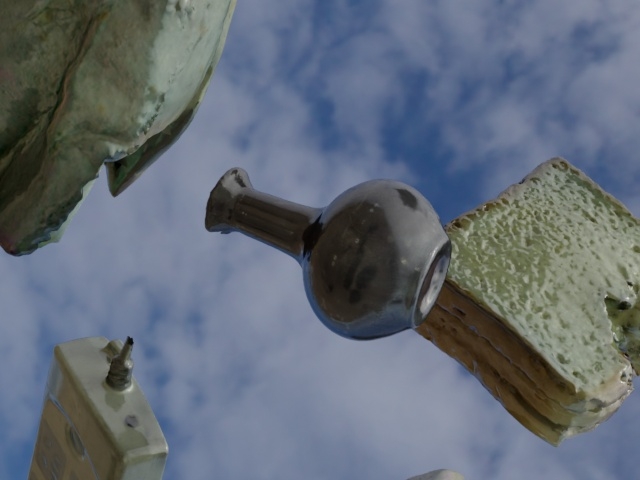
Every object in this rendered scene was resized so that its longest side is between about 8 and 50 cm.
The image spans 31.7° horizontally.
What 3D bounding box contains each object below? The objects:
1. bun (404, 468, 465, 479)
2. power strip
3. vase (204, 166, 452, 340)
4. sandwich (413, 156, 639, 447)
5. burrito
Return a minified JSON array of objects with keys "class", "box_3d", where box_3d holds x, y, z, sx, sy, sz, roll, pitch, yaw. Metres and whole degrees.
[{"class":"bun","box_3d":[0.081,0.350,1.222,0.116,0.237,0.210,55,-22,1]},{"class":"power strip","box_3d":[-0.116,0.135,0.537,0.080,0.029,0.227,49,-48,40]},{"class":"vase","box_3d":[0.000,0.000,0.826,0.182,0.120,0.120,20,-69,19]},{"class":"sandwich","box_3d":[0.237,0.053,1.127,0.249,0.273,0.095,42,-42,22]},{"class":"burrito","box_3d":[-0.059,-0.139,0.390,0.096,0.066,0.309,19,-77,-5]}]
